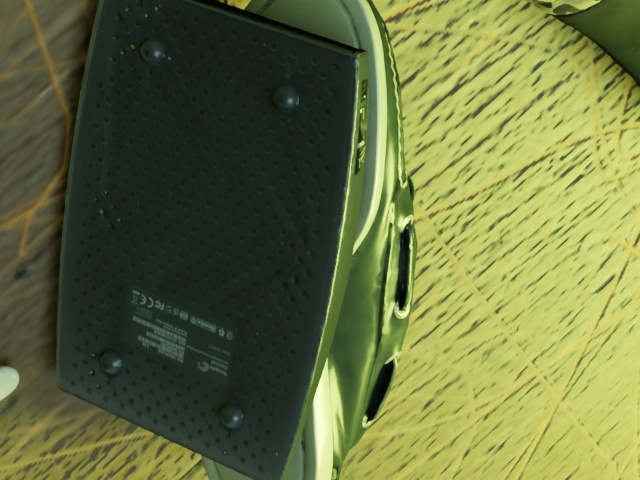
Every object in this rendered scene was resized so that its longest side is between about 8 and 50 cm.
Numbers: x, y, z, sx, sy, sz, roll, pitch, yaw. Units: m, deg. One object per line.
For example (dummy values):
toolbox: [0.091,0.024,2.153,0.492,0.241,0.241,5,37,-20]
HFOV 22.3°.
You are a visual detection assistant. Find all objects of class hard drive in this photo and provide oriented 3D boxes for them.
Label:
hard drive: [-0.058,-0.007,0.891,0.054,0.172,0.254,-31,136,-56]

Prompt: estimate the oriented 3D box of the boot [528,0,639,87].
boot: [0.282,-0.238,0.975,0.284,0.138,0.377,26,107,-37]

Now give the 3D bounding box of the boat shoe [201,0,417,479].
boat shoe: [0.003,0.002,0.961,0.113,0.127,0.340,-26,123,-52]

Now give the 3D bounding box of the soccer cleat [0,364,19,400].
soccer cleat: [-0.211,0.098,0.935,0.083,0.035,0.029,-21,124,-18]
